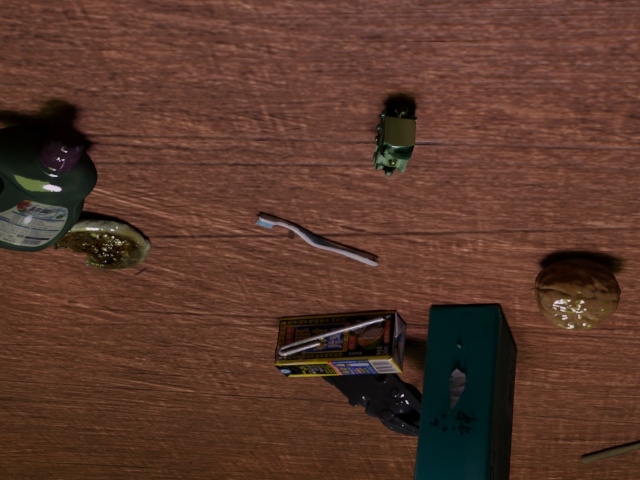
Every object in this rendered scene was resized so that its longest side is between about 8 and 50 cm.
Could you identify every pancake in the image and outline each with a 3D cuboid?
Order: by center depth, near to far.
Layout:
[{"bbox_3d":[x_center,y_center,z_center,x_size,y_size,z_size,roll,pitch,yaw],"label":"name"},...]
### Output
[{"bbox_3d":[-0.262,0.003,1.388,0.116,0.022,0.129,-18,149,41],"label":"pancake"}]

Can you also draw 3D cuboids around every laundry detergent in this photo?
[{"bbox_3d":[-0.304,-0.064,1.198,0.144,0.078,0.222,22,151,-19],"label":"laundry detergent"}]

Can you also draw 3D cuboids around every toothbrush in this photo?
[{"bbox_3d":[0.000,0.000,1.330,0.162,0.014,0.017,19,137,-25],"label":"toothbrush"}]

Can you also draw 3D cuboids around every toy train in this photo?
[{"bbox_3d":[0.068,-0.090,1.085,0.033,0.053,0.083,7,153,-3],"label":"toy train"}]

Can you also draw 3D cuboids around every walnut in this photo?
[{"bbox_3d":[0.289,0.061,1.317,0.096,0.082,0.079,7,-178,-3],"label":"walnut"}]

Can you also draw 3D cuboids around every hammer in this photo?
[{"bbox_3d":[0.492,0.337,1.901,0.062,0.013,0.199,20,150,-26],"label":"hammer"}]

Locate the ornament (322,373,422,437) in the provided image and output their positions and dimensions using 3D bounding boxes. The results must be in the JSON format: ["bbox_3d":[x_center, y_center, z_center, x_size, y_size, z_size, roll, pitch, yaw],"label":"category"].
[{"bbox_3d":[0.105,0.216,1.652,0.202,0.080,0.236,34,-176,25],"label":"ornament"}]

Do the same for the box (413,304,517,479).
[{"bbox_3d":[0.185,0.219,1.471,0.092,0.244,0.153,-1,152,19],"label":"box"}]

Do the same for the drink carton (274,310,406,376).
[{"bbox_3d":[0.025,0.136,1.535,0.166,0.071,0.056,-5,148,21],"label":"drink carton"}]
